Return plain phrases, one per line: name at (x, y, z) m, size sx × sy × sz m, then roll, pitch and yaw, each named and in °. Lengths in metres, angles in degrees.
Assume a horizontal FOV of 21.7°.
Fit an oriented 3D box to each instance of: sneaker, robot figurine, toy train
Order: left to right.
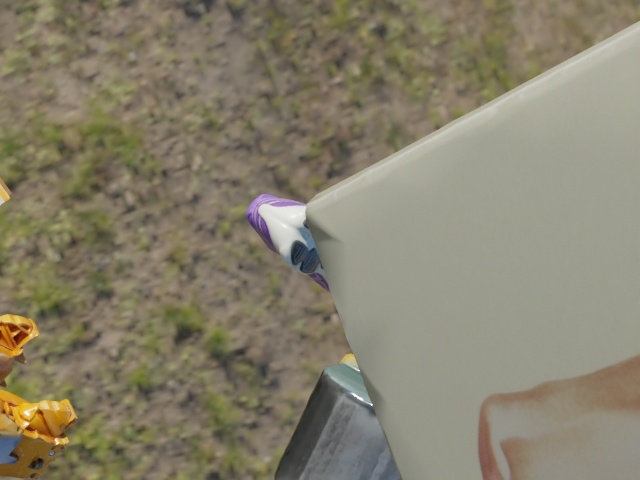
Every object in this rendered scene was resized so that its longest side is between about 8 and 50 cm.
robot figurine at (-0.329, 0.083, 1.254) m, size 0.291 × 0.085 × 0.211 m, roll 26°, pitch 22°, yaw -45°
sneaker at (0.000, 0.000, 1.335) m, size 0.068 × 0.071 × 0.170 m, roll -55°, pitch 145°, yaw -3°
toy train at (0.009, 0.229, 1.218) m, size 0.334 × 0.142 × 0.190 m, roll -64°, pitch 162°, yaw 8°

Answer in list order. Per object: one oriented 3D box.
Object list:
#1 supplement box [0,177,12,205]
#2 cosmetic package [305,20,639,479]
supplement box at (-0.322, -0.024, 1.470) m, size 0.098 × 0.062 × 0.036 m, roll -35°, pitch 99°, yaw -4°
cosmetic package at (0.137, -0.002, 0.420) m, size 0.153 × 0.296 × 0.129 m, roll -17°, pitch 87°, yaw -27°
